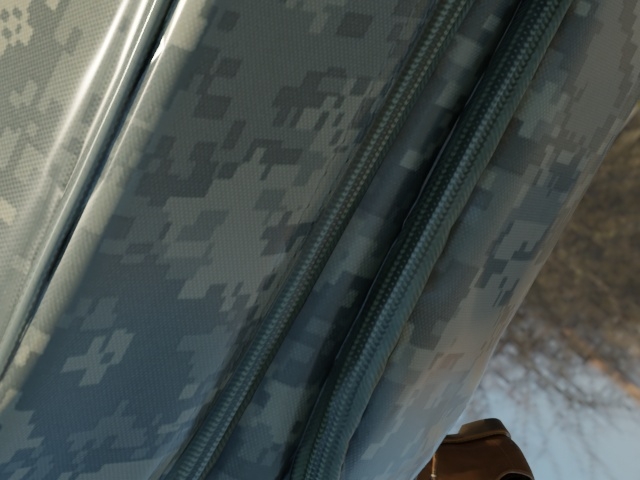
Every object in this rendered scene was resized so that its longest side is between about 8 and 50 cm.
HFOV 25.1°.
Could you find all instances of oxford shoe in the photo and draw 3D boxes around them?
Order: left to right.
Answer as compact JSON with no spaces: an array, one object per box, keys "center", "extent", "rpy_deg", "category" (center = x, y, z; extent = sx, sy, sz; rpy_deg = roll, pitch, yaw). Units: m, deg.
[{"center":[0.098,0.212,1.220],"extent":[0.212,0.076,0.076],"rpy_deg":[-14,-132,-33],"category":"oxford shoe"}]

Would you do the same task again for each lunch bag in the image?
[{"center":[-0.008,-0.059,0.486],"extent":[0.256,0.305,0.212],"rpy_deg":[16,-164,-44],"category":"lunch bag"}]
